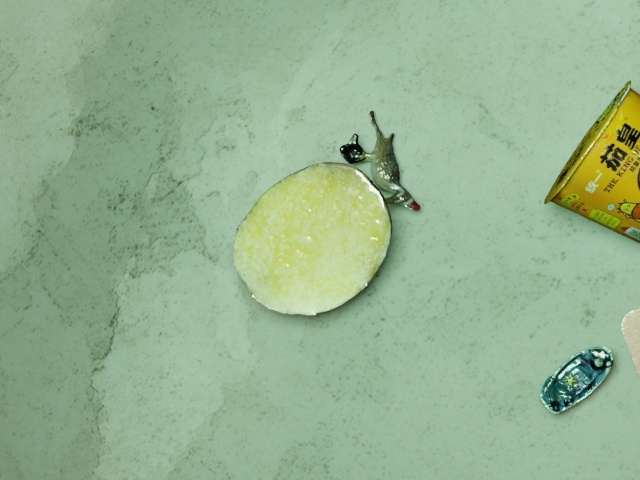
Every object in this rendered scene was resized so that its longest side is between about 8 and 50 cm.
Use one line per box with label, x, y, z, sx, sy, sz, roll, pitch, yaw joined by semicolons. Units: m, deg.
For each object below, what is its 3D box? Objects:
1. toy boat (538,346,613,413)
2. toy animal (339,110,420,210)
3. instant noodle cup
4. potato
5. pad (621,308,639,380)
toy boat;0.403;0.215;1.087;0.137;0.061;0.060;-43;73;10
toy animal;0.110;-0.130;1.222;0.105;0.070;0.202;-32;71;-5
instant noodle cup;0.464;-0.102;1.030;0.172;0.216;0.215;34;96;10
potato;0.000;0.000;1.216;0.299;0.116;0.239;-41;80;20
pad;0.614;0.159;1.050;0.266;0.002;0.176;-19;79;17
